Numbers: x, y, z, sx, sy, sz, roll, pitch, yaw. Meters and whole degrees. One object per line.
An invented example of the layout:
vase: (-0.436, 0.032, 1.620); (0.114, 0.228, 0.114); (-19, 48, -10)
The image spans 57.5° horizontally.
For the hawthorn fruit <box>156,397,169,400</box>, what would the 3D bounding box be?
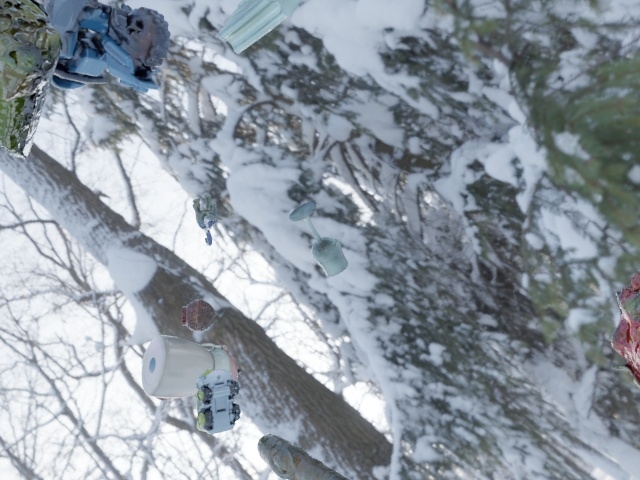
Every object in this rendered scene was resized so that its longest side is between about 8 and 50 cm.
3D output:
hawthorn fruit: (-0.432, 0.394, 1.661); (0.128, 0.128, 0.128); (-36, -37, -33)

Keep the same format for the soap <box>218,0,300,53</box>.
soap: (-0.162, -0.651, 1.647); (0.088, 0.266, 0.159); (38, -119, -27)

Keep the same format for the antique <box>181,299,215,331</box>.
antique: (-0.372, 0.231, 1.788); (0.104, 0.104, 0.104); (-36, -37, -33)

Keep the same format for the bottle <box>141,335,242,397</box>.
bottle: (-0.313, 0.325, 1.465); (0.237, 0.147, 0.147); (16, -76, -35)

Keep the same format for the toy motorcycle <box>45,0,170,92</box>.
toy motorcycle: (-0.483, -0.420, 1.284); (0.172, 0.416, 0.232); (-6, -62, -57)

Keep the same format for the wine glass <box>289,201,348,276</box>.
wine glass: (0.000, 0.000, 1.494); (0.079, 0.079, 0.195); (-44, -60, -24)

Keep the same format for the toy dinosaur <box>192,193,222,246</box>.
toy dinosaur: (-0.335, -0.035, 1.772); (0.075, 0.248, 0.188); (-18, -67, -20)

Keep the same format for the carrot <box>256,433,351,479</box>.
carrot: (-0.027, 0.433, 1.099); (0.070, 0.342, 0.070); (0, -90, -34)

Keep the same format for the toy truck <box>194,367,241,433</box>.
toy truck: (-0.192, 0.282, 1.035); (0.076, 0.077, 0.111); (2, -100, -42)

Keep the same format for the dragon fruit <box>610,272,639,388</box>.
dragon fruit: (0.729, 0.199, 1.169); (0.231, 0.302, 0.237); (-8, -36, -8)

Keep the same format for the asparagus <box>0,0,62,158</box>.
asparagus: (-0.520, -0.242, 0.980); (0.382, 0.108, 0.128); (-42, 27, 48)
